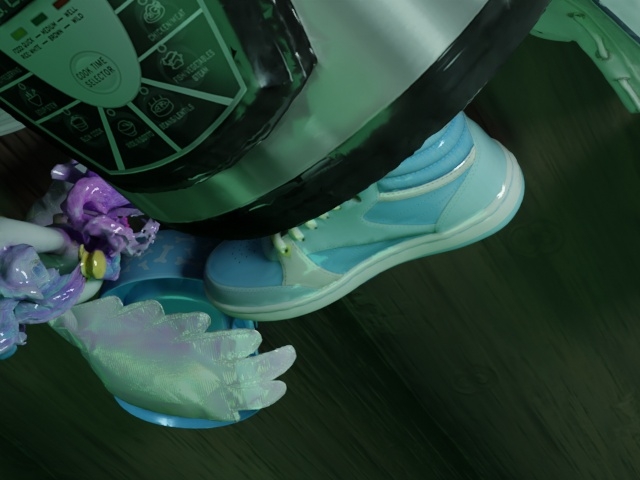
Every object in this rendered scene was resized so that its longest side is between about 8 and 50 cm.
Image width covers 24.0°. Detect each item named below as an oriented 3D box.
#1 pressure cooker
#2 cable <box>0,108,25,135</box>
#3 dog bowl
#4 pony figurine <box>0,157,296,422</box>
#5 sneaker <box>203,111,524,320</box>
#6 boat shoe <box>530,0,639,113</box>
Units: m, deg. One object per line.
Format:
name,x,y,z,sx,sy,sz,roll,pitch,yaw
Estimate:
pressure cooker,-0.104,-0.248,0.834,0.420,0.375,0.370,43,84,-26
cable,-0.298,-0.180,1.178,0.257,0.089,0.257,-19,140,24
dog bowl,-0.143,0.095,1.573,0.165,0.074,0.297,-2,143,2
pony figurine,-0.227,0.016,1.281,0.351,0.303,0.363,0,-176,25
sneaker,0.000,-0.052,1.332,0.319,0.127,0.208,-24,140,15
boat shoe,0.182,-0.196,1.140,0.156,0.136,0.367,-20,149,30
